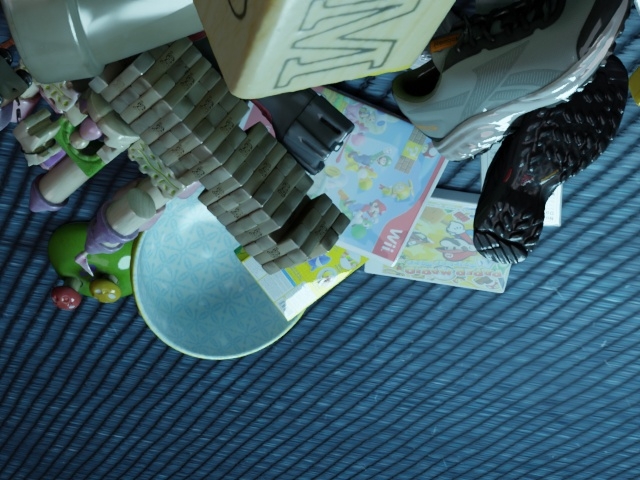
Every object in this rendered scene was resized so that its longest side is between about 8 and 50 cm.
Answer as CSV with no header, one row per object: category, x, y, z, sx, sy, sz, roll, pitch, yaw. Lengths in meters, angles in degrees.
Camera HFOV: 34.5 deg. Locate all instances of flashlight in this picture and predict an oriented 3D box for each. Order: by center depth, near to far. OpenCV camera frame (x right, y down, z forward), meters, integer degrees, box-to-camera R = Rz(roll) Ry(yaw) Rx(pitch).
flashlight,-0.103,-0.199,1.262,0.304,0.103,0.103,40,99,1

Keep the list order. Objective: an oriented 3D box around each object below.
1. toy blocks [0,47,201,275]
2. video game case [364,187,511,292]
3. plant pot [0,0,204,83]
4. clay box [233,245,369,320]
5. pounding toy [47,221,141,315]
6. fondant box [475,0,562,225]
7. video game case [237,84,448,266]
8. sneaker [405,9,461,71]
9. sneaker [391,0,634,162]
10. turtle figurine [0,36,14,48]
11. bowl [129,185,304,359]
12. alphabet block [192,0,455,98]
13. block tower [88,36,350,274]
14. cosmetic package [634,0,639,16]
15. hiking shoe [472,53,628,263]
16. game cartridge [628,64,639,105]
toy blocks,-0.323,-0.107,1.306,0.260,0.309,0.288,-32,102,35
video game case,0.183,-0.003,1.570,0.227,0.026,0.206,8,142,6
plant pot,-0.172,-0.334,1.063,0.280,0.323,0.323,-5,141,-2
clay box,0.000,0.000,1.504,0.222,0.053,0.127,-37,117,-3
pounding toy,-0.369,0.080,1.766,0.237,0.110,0.183,33,138,-23
fondant box,0.223,-0.209,1.125,0.096,0.238,0.330,2,141,10
video game case,0.016,-0.101,1.413,0.285,0.025,0.204,22,109,-11
sneaker,0.059,-0.243,1.252,0.268,0.101,0.153,29,145,-18
sneaker,0.169,-0.169,0.920,0.108,0.100,0.271,34,137,-19
turtle figurine,-0.442,-0.363,1.249,0.217,0.087,0.269,28,149,-6
bowl,-0.162,0.022,1.568,0.289,0.289,0.156,37,178,-28
alphabet block,0.003,-0.259,0.862,0.193,0.192,0.197,-13,159,-24
block tower,-0.115,-0.103,1.227,0.335,0.091,0.097,46,143,-15
cosmetic package,0.373,-0.315,1.076,0.117,0.085,0.231,-12,134,27
hiking shoe,0.212,-0.093,1.011,0.086,0.114,0.227,26,111,-14
game cartridge,0.533,-0.225,1.074,0.324,0.052,0.285,1,148,-24
